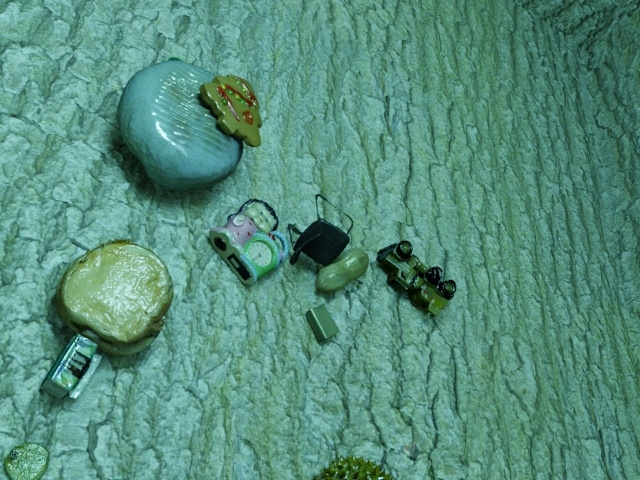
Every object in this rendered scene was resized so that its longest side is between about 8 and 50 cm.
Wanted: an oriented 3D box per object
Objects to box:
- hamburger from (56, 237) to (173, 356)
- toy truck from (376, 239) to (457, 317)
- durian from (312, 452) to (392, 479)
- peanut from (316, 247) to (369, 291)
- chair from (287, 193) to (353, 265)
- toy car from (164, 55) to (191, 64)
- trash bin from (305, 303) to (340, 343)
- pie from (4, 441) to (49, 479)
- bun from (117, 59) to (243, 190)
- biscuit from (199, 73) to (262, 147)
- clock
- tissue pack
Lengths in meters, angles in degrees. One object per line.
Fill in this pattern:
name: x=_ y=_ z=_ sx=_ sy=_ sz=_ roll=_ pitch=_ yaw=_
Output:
hamburger: x=-0.459 y=0.116 z=1.476 sx=0.243 sy=0.146 sz=0.286 roll=-9 pitch=67 yaw=-36
toy truck: x=0.284 y=0.118 z=2.042 sx=0.257 sy=0.127 sz=0.127 roll=44 pitch=63 yaw=-8
durian: x=0.096 y=0.634 z=1.633 sx=0.306 sy=0.166 sz=0.172 roll=35 pitch=20 yaw=-23
peanut: x=0.067 y=0.086 z=1.912 sx=0.214 sy=0.098 sz=0.090 roll=-34 pitch=101 yaw=-40
chair: x=0.000 y=0.000 z=1.818 sx=0.145 sy=0.140 sz=0.221 roll=36 pitch=23 yaw=-17
toy car: x=-0.384 y=-0.433 z=1.880 sx=0.093 sy=0.058 sz=0.186 roll=-41 pitch=106 yaw=-42
trash bin: x=0.004 y=0.227 z=1.827 sx=0.061 sy=0.043 sz=0.092 roll=-21 pitch=79 yaw=-41
pie: x=-0.577 y=0.438 z=1.307 sx=0.085 sy=0.017 sz=0.085 roll=17 pitch=57 yaw=-28
bun: x=-0.360 y=-0.290 z=1.715 sx=0.361 sy=0.211 sz=0.362 roll=20 pitch=56 yaw=-33
biscuit: x=-0.214 y=-0.356 z=1.719 sx=0.212 sy=0.041 sz=0.239 roll=44 pitch=35 yaw=-25
clock: x=-0.177 y=-0.002 z=1.781 sx=0.194 sy=0.100 sz=0.195 roll=52 pitch=50 yaw=-8
tissue pack: x=-0.519 y=0.270 z=1.392 sx=0.079 sy=0.085 sz=0.111 roll=36 pitch=50 yaw=-17
